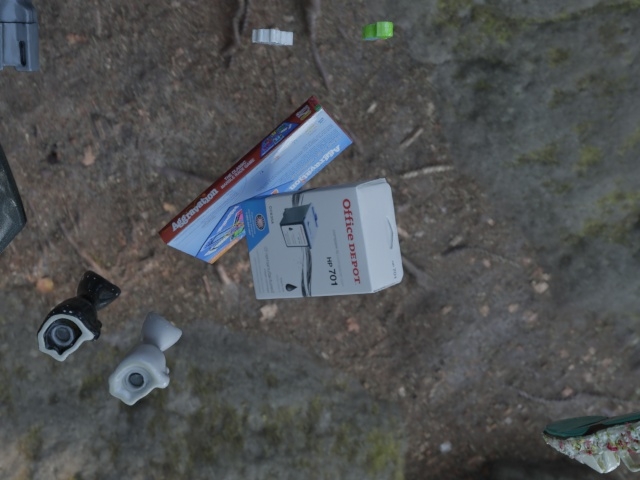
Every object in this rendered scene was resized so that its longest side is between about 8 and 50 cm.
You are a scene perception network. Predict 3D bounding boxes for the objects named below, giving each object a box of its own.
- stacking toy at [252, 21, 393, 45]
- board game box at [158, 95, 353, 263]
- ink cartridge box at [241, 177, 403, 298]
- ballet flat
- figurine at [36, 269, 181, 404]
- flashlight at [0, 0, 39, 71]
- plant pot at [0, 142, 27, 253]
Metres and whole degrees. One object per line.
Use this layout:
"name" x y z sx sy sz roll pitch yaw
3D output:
"stacking toy" 0.002 -0.333 1.076 0.052 0.221 0.167 -8 103 -51
"board game box" -0.087 -0.078 1.219 0.281 0.027 0.145 -40 157 6
"ink cartridge box" 0.000 0.000 1.141 0.082 0.190 0.140 -15 97 -53
"ballet flat" 0.390 0.270 1.146 0.091 0.077 0.241 -15 172 -30
"figurine" -0.332 0.148 1.429 0.215 0.209 0.092 35 110 -10
"flashlight" -0.399 -0.363 1.044 0.103 0.103 0.304 -2 108 -16
"plant pot" -0.331 -0.031 0.616 0.188 0.187 0.167 -56 135 -30
